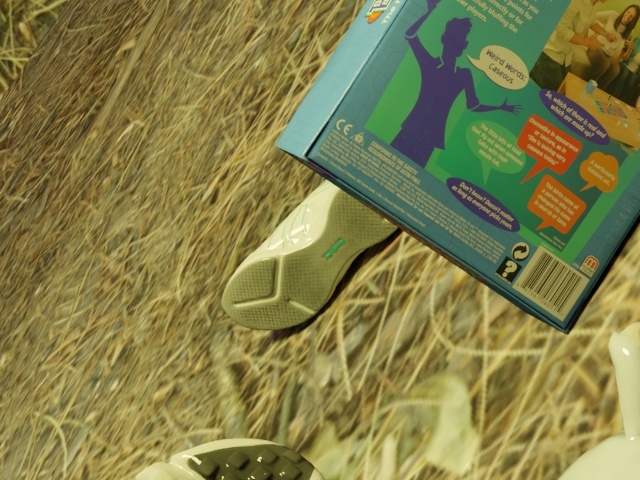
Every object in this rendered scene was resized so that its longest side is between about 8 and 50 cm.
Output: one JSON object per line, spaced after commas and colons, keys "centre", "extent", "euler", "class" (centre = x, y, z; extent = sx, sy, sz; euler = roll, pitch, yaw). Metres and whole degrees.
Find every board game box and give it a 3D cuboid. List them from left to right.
{"centre": [0.102, -0.088, 0.739], "extent": [0.210, 0.160, 0.047], "euler": [-57, 21, -1], "class": "board game box"}

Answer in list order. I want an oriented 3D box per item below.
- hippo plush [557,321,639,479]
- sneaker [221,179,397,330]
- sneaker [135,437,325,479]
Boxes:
{"centre": [0.078, 0.174, 0.453], "extent": [0.236, 0.234, 0.294], "euler": [-34, 24, -11], "class": "hippo plush"}
{"centre": [0.000, 0.000, 0.993], "extent": [0.152, 0.053, 0.061], "euler": [-40, 17, 23], "class": "sneaker"}
{"centre": [-0.103, 0.226, 0.826], "extent": [0.292, 0.110, 0.118], "euler": [-48, -25, -14], "class": "sneaker"}
